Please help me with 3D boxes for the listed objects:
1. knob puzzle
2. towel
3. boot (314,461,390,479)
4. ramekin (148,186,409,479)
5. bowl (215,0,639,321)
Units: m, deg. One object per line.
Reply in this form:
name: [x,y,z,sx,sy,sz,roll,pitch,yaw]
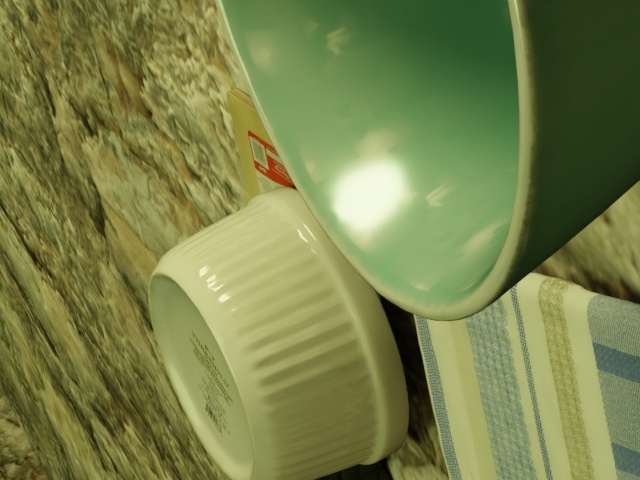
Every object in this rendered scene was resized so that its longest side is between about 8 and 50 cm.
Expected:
knob puzzle: [0.000,0.000,1.270,0.213,0.030,0.213,51,154,37]
towel: [0.134,0.111,0.990,0.285,0.034,0.209,16,122,66]
boot: [0.012,0.255,1.441,0.161,0.083,0.246,-136,32,-66]
ramekin: [-0.037,0.077,1.241,0.207,0.109,0.207,51,154,36]
bowl: [0.068,-0.141,0.699,0.311,0.163,0.311,56,158,37]
